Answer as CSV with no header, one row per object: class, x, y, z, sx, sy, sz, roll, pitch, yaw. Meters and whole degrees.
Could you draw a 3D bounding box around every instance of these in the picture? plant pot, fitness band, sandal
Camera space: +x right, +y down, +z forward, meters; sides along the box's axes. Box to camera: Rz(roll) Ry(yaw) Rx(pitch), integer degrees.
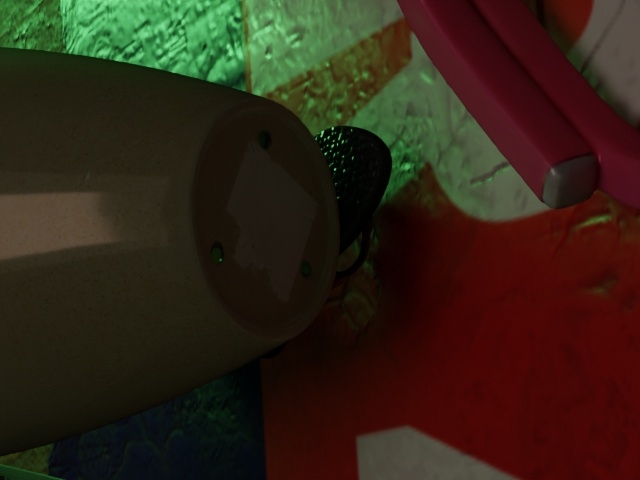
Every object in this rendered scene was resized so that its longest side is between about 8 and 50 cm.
plant pot,-0.134,-0.001,1.000,0.274,0.256,0.257,-6,81,36
fitness band,0.097,-0.138,0.788,0.291,0.054,0.209,56,156,35
sandal,0.000,0.000,1.029,0.179,0.040,0.067,-59,42,41

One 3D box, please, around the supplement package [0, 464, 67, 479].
supplement package,-0.206,0.271,1.079,0.198,0.262,0.199,-96,25,-59
